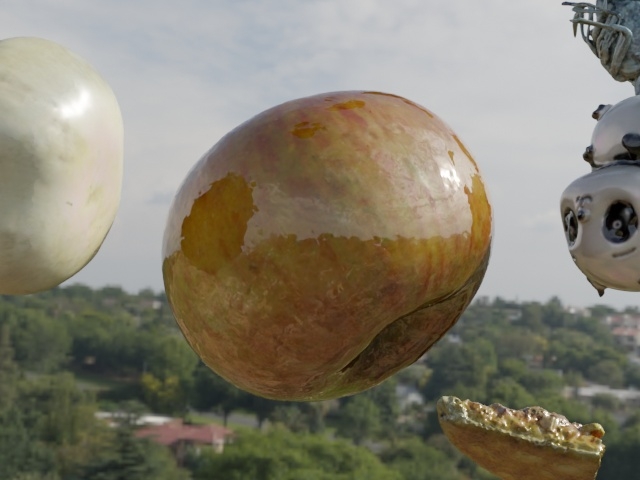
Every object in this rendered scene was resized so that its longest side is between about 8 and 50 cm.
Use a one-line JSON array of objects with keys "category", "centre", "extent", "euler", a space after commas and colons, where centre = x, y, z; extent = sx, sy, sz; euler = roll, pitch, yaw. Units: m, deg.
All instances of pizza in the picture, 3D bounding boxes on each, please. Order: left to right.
[{"category": "pizza", "centre": [0.315, 0.340, 1.656], "extent": [0.268, 0.087, 0.258], "euler": [12, -32, 11]}]

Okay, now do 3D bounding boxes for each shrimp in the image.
[{"category": "shrimp", "centre": [0.483, -0.279, 1.580], "extent": [0.221, 0.410, 0.166], "euler": [7, -33, -43]}]

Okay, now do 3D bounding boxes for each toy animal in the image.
[{"category": "toy animal", "centre": [0.389, -0.051, 1.231], "extent": [0.165, 0.235, 0.187], "euler": [31, -14, -17]}]

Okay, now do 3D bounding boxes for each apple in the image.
[{"category": "apple", "centre": [0.000, 0.000, 1.226], "extent": [0.400, 0.333, 0.400], "euler": [-29, -27, -16]}]

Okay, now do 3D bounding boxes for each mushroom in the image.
[{"category": "mushroom", "centre": [-0.331, -0.078, 1.058], "extent": [0.234, 0.260, 0.254], "euler": [11, -30, 14]}]
